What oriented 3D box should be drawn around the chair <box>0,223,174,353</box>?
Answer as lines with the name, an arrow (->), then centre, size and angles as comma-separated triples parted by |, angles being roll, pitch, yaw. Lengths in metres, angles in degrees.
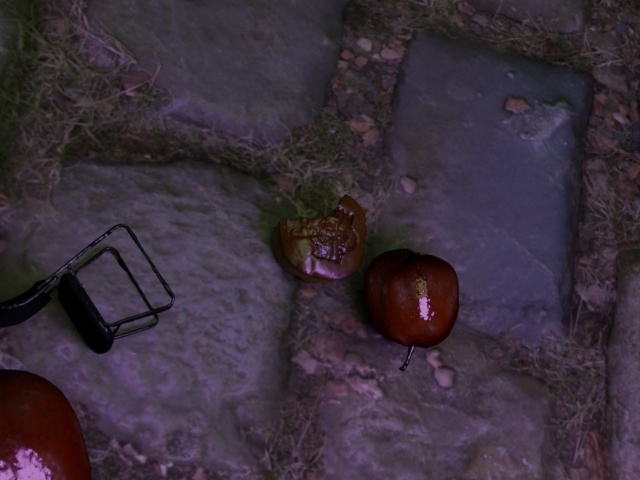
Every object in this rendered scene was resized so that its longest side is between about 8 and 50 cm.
chair -> -0.348, 0.099, 1.717 | 0.221, 0.140, 0.145 | -31, 84, -24

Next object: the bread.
bread -> 0.006, 0.008, 1.903 | 0.156, 0.086, 0.125 | -22, 83, -24

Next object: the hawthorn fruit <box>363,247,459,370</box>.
hawthorn fruit -> 0.144, 0.111, 1.889 | 0.157, 0.157, 0.194 | 6, 81, -18

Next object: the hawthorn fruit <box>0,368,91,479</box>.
hawthorn fruit -> -0.433, 0.306, 1.549 | 0.311, 0.295, 0.295 | 36, 64, -7
